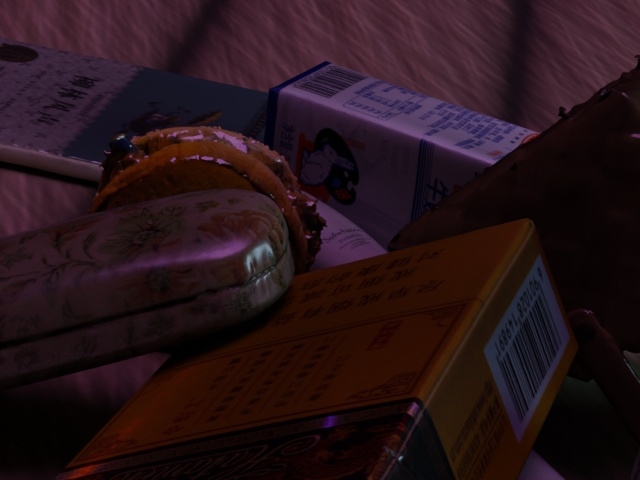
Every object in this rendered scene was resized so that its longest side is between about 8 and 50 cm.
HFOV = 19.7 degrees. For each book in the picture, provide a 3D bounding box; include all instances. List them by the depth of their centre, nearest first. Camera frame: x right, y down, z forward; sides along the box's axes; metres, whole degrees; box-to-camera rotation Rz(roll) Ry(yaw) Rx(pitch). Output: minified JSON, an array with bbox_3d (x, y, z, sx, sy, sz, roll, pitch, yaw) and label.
[{"bbox_3d":[-0.220,-0.123,1.860,0.379,0.031,0.264,12,27,9],"label":"book"}]

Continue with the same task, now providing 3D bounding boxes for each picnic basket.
[{"bbox_3d":[0.253,0.040,1.421,0.321,0.291,0.254,54,34,-2],"label":"picnic basket"}]

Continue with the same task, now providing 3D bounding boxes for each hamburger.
[{"bbox_3d":[-0.090,-0.008,1.489,0.191,0.182,0.118,-7,29,9],"label":"hamburger"}]

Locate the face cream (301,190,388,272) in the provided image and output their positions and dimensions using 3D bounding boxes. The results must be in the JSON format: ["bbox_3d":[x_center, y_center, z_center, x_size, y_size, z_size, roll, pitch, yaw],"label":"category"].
[{"bbox_3d":[0.000,0.000,1.644,0.072,0.051,0.182,-16,33,-32],"label":"face cream"}]

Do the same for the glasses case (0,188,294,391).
[{"bbox_3d":[-0.227,0.051,1.314,0.425,0.098,0.156,-14,19,1],"label":"glasses case"}]

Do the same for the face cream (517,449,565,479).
[{"bbox_3d":[0.154,0.202,1.243,0.077,0.077,0.250,-7,28,-27],"label":"face cream"}]

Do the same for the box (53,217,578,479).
[{"bbox_3d":[-0.010,0.135,1.180,0.264,0.116,0.415,-13,17,24],"label":"box"}]

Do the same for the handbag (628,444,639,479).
[{"bbox_3d":[0.312,0.201,1.053,0.240,0.247,0.341,-9,26,26],"label":"handbag"}]

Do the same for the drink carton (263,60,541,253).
[{"bbox_3d":[0.103,-0.055,1.694,0.315,0.131,0.106,20,30,26],"label":"drink carton"}]
